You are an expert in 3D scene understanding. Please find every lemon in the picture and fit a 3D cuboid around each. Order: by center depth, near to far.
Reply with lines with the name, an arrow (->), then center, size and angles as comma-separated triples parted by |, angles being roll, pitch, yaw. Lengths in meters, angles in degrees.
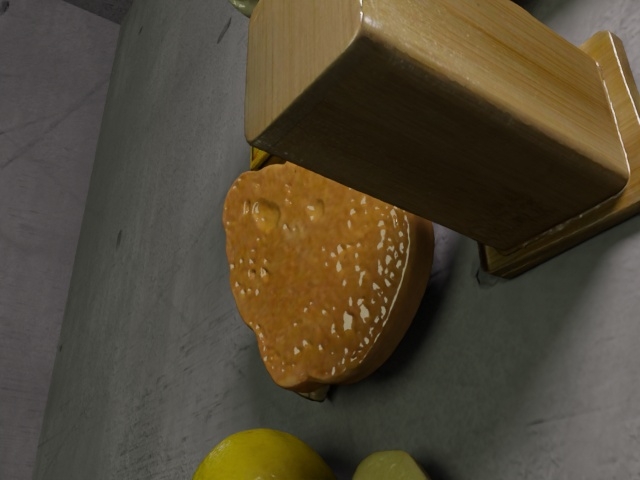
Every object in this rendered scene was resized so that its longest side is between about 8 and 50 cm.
lemon -> -0.063, 0.305, 0.756 | 0.248, 0.184, 0.184 | 23, 95, 66

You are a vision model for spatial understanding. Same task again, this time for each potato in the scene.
potato -> 0.081, 0.256, 0.657 | 0.096, 0.066, 0.103 | -37, 30, 12

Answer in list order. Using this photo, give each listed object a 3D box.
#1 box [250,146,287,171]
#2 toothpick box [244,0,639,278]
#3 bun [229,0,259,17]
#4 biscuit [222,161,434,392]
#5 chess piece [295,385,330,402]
box -> -0.037, -0.271, 1.119 | 0.193, 0.084, 0.301 | -39, 43, 44
toothpick box -> 0.105, -0.116, 0.569 | 0.190, 0.308, 0.187 | -34, 47, 46
bun -> -0.001, -0.436, 0.906 | 0.360, 0.360, 0.210 | -42, 56, 43
biscuit -> 0.000, 0.000, 0.828 | 0.312, 0.057, 0.351 | -53, 48, 20
chess piece -> 0.015, 0.117, 0.858 | 0.172, 0.060, 0.060 | -65, 30, 8
